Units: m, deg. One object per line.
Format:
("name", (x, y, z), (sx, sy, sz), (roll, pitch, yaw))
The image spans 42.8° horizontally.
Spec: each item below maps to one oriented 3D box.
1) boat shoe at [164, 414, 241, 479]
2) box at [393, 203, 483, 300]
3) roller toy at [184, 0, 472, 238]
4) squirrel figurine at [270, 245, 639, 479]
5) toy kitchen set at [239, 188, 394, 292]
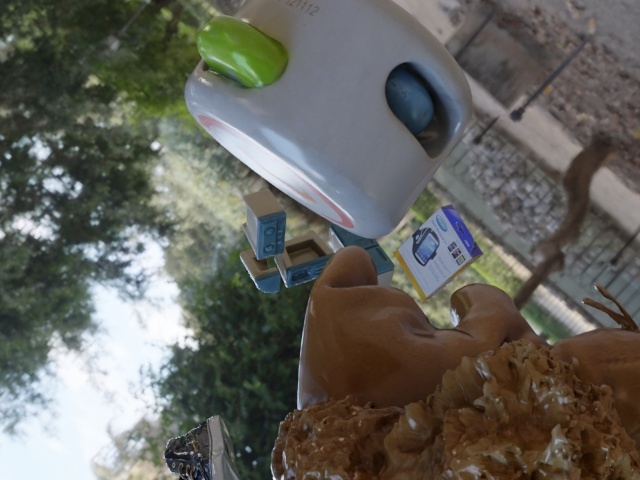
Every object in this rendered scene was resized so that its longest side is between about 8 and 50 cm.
("boat shoe", (-0.152, 0.297, 1.047), (0.065, 0.083, 0.183), (65, 177, -19))
("box", (0.160, 0.014, 1.093), (0.028, 0.136, 0.081), (-14, -113, -40))
("roller toy", (0.010, -0.107, 0.621), (0.191, 0.146, 0.209), (36, 175, -1))
("squirrel figurine", (0.164, 0.172, 0.705), (0.370, 0.281, 0.397), (1, -169, 14))
("toy kitchen set", (0.000, 0.000, 1.201), (0.122, 0.207, 0.166), (55, 152, 36))
